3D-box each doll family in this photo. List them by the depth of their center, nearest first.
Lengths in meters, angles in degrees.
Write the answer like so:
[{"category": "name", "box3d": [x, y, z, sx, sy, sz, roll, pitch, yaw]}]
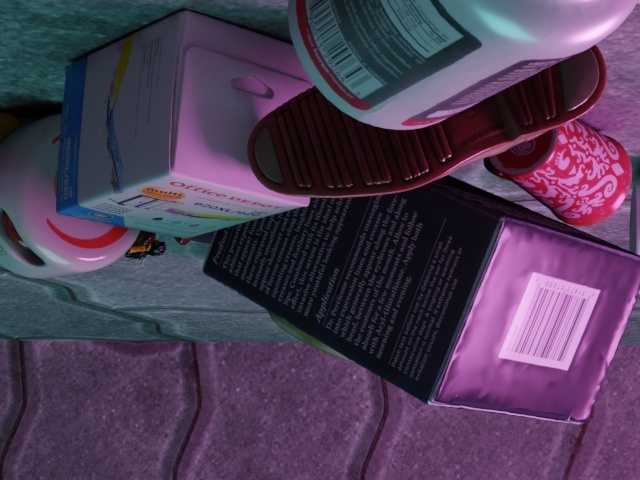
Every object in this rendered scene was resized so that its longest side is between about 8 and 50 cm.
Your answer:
[{"category": "doll family", "box3d": [-0.248, -0.022, 2.062, 0.111, 0.076, 0.193, 27, -150, 7]}]

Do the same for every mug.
[{"category": "mug", "box3d": [0.253, -0.085, 1.664, 0.150, 0.113, 0.169, -27, 152, 27]}]

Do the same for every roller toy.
[{"category": "roller toy", "box3d": [-0.324, -0.052, 1.763, 0.209, 0.191, 0.146, 12, 166, -39]}]

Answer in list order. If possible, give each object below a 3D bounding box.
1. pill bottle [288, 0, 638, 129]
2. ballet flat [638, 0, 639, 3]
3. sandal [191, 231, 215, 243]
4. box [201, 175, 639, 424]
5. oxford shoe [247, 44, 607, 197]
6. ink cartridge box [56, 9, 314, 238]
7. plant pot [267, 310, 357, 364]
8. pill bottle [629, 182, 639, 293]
[{"category": "pill bottle", "box3d": [0.114, -0.194, 1.003, 0.176, 0.176, 0.318, 7, 168, -23]}, {"category": "ballet flat", "box3d": [0.314, -0.206, 1.214, 0.168, 0.057, 0.052, 10, 157, -34]}, {"category": "sandal", "box3d": [0.000, 0.001, 2.164, 0.446, 0.107, 0.167, -3, 167, 25]}, {"category": "box", "box3d": [0.114, 0.030, 1.672, 0.293, 0.212, 0.395, 14, -170, -46]}, {"category": "oxford shoe", "box3d": [0.101, -0.108, 1.416, 0.348, 0.123, 0.130, -13, 175, -4]}, {"category": "ink cartridge box", "box3d": [-0.138, -0.110, 1.492, 0.171, 0.168, 0.233, 12, 165, -36]}, {"category": "plant pot", "box3d": [0.034, 0.114, 1.800, 0.236, 0.032, 0.236, 21, -174, -3]}, {"category": "pill bottle", "box3d": [0.563, 0.000, 1.835, 0.334, 0.188, 0.188, 1, 168, 8]}]
